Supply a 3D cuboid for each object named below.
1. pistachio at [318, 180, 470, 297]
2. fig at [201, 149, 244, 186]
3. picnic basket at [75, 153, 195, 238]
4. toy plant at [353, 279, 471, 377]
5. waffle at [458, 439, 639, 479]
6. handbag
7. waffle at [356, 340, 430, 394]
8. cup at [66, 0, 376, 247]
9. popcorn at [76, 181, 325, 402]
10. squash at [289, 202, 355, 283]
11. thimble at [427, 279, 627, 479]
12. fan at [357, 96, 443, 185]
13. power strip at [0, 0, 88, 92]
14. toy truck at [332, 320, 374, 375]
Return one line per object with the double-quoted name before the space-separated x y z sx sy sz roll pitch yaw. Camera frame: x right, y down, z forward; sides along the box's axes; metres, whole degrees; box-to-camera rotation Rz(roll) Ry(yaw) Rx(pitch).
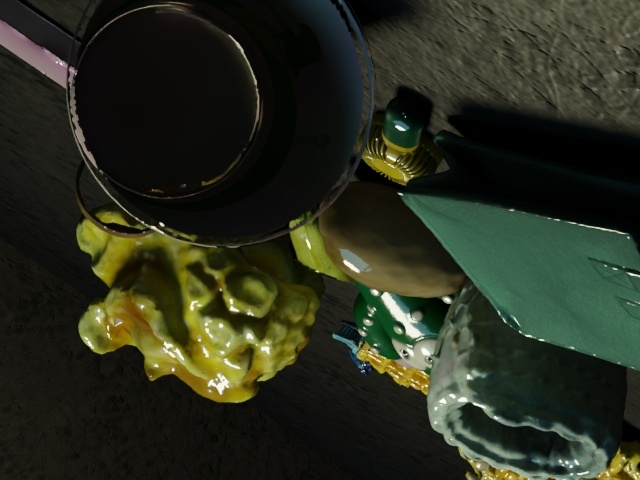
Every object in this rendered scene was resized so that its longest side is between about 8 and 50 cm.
"pistachio" 0.080 0.001 1.604 0.185 0.126 0.108 29 -150 -12
"fig" -0.101 -0.079 1.723 0.082 0.084 0.098 31 163 8
"picnic basket" -0.208 -0.084 1.710 0.128 0.178 0.138 26 160 3
"toy plant" 0.136 0.096 1.780 0.232 0.112 0.243 16 146 31
"waffle" 0.332 0.316 2.033 0.262 0.060 0.281 -7 118 24
"handbag" 0.237 0.011 1.310 0.274 0.100 0.269 14 155 48
"waffle" 0.151 0.171 2.139 0.309 0.065 0.283 10 158 46
"cup" -0.111 -0.123 1.284 0.253 0.253 0.274 34 172 -15
"popcorn" -0.157 0.064 2.028 0.279 0.274 0.335 3 -159 -48
"squash" -0.002 0.002 1.825 0.090 0.075 0.200 53 -179 38
"thimble" 0.223 0.154 1.589 0.204 0.172 0.250 -7 146 35
"fan" 0.074 -0.095 1.384 0.082 0.039 0.155 29 166 8
"power strip" -0.336 -0.236 1.758 0.279 0.037 0.109 34 167 -17
"toy truck" 0.061 0.165 2.343 0.090 0.056 0.073 41 165 16
